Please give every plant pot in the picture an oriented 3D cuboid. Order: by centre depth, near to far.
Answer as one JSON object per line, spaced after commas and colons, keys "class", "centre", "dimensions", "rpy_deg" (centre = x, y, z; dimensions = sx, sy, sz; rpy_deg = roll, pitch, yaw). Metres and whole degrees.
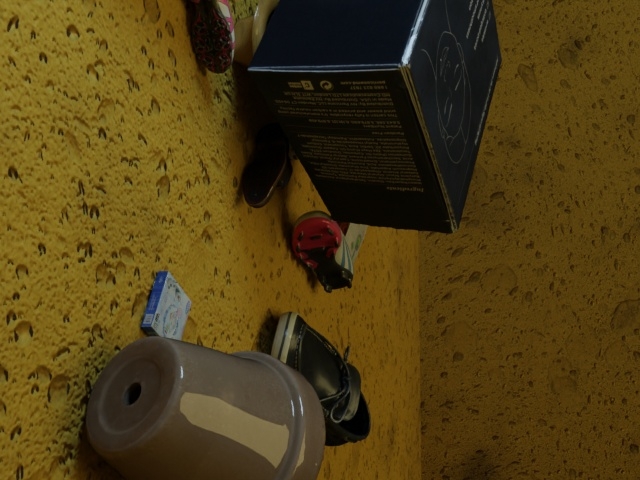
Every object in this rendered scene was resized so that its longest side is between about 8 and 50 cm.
{"class": "plant pot", "centre": [-0.158, 0.230, 0.889], "dimensions": [0.229, 0.263, 0.263], "rpy_deg": [47, 43, -43]}

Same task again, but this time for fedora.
{"class": "fedora", "centre": [-0.110, -0.360, 1.297], "dimensions": [0.194, 0.079, 0.194], "rpy_deg": [0, 90, -72]}

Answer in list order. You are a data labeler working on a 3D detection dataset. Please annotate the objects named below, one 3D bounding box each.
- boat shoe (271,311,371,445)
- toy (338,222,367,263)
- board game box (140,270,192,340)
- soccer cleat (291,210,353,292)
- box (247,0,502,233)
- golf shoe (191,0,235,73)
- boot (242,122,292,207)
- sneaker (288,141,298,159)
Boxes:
{"class": "boat shoe", "centre": [0.009, 0.316, 1.569], "dimensions": [0.500, 0.156, 0.186], "rpy_deg": [69, 28, -48]}
{"class": "toy", "centre": [0.077, -0.012, 1.983], "dimensions": [0.137, 0.056, 0.237], "rpy_deg": [76, 26, -50]}
{"class": "board game box", "centre": [-0.220, 0.105, 1.017], "dimensions": [0.090, 0.020, 0.090], "rpy_deg": [67, 27, -52]}
{"class": "soccer cleat", "centre": [0.000, 0.000, 1.659], "dimensions": [0.331, 0.116, 0.143], "rpy_deg": [67, 12, -58]}
{"class": "box", "centre": [0.146, -0.344, 1.382], "dimensions": [0.471, 0.298, 0.479], "rpy_deg": [57, 46, -51]}
{"class": "golf shoe", "centre": [-0.168, -0.361, 1.119], "dimensions": [0.086, 0.068, 0.186], "rpy_deg": [-66, 151, -58]}
{"class": "boot", "centre": [-0.090, -0.119, 1.363], "dimensions": [0.106, 0.082, 0.219], "rpy_deg": [69, 24, -45]}
{"class": "sneaker", "centre": [-0.035, -0.284, 1.555], "dimensions": [0.228, 0.086, 0.132], "rpy_deg": [-69, 150, -51]}
